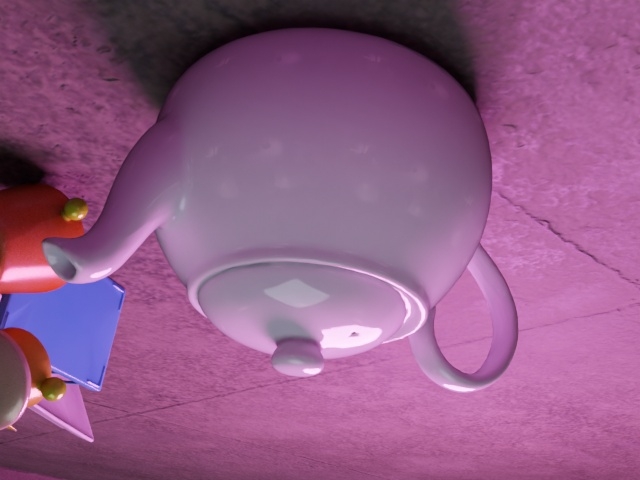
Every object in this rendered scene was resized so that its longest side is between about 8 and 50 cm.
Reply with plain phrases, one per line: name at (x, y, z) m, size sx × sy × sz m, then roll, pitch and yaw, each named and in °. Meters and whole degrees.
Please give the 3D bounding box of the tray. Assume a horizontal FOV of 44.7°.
tray at (-0.361, 0.164, 0.977) m, size 0.030 × 0.145 × 0.270 m, roll -22°, pitch 154°, yaw -6°

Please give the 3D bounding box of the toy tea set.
toy tea set at (-0.346, 0.033, 0.698) m, size 0.335 × 0.200 × 0.124 m, roll 11°, pitch -171°, yaw 19°

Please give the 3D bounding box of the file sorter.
file sorter at (-0.303, 0.074, 0.809) m, size 0.104 × 0.118 × 0.170 m, roll -1°, pitch 154°, yaw 19°

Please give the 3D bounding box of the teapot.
teapot at (0.000, 0.000, 0.523) m, size 0.255 × 0.187 × 0.252 m, roll -3°, pitch 153°, yaw 13°
